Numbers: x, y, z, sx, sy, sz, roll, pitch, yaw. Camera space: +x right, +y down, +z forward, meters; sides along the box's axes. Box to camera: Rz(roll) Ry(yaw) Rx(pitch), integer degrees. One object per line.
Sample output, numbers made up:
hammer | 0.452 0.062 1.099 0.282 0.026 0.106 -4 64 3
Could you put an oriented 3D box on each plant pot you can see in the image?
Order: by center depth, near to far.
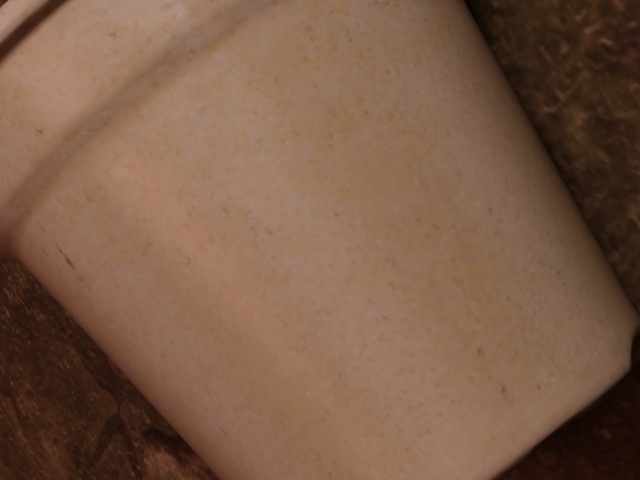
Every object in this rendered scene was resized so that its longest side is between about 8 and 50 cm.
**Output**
plant pot | 0.000 0.000 0.829 0.305 0.334 0.334 55 142 7
